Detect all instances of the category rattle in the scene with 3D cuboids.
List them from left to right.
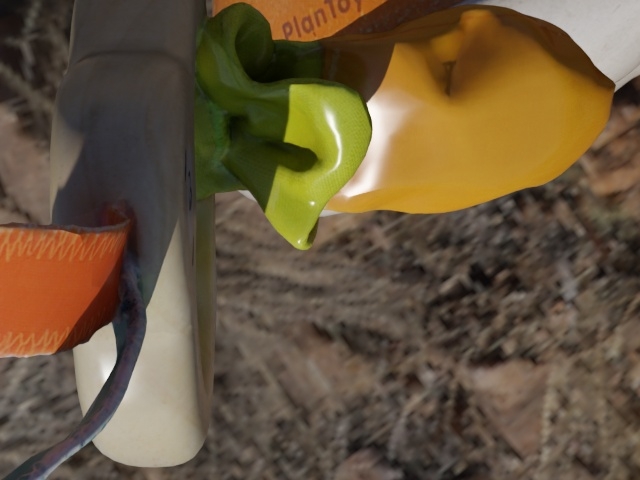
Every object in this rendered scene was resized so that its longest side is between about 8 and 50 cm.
[{"bbox_3d":[0.000,0.000,0.429,0.143,0.199,0.130,15,94,-4],"label":"rattle"}]

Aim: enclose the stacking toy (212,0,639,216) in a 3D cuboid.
[{"bbox_3d":[0.035,-0.283,0.964,0.350,0.350,0.480,-24,88,37],"label":"stacking toy"}]
